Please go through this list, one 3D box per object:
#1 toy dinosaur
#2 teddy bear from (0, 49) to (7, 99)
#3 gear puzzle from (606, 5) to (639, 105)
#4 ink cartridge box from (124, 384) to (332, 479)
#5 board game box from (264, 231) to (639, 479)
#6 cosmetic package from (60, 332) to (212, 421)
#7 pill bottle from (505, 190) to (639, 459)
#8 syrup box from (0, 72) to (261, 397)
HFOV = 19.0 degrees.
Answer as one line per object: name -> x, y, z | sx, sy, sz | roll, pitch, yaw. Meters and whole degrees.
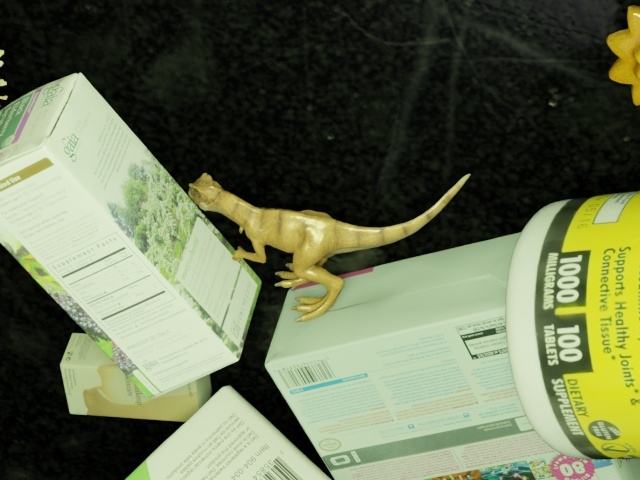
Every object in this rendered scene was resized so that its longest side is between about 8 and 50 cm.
toy dinosaur -> 0.000, 0.000, 1.427 | 0.211, 0.064, 0.112 | 7, 130, 6
teddy bear -> -0.385, -0.116, 1.382 | 0.338, 0.113, 0.245 | -6, 126, 17
gear puzzle -> 0.357, -0.111, 1.251 | 0.339, 0.044, 0.175 | 8, 123, 5
ink cartridge box -> -0.046, 0.283, 1.505 | 0.273, 0.198, 0.115 | 43, 161, 14
board game box -> 0.126, 0.151, 1.507 | 0.224, 0.097, 0.303 | -13, 124, 23
cosmetic package -> -0.150, 0.113, 1.569 | 0.115, 0.041, 0.060 | 2, 130, 11
pill bottle -> 0.308, 0.049, 1.281 | 0.334, 0.188, 0.188 | -7, 129, 32
syrup box -> -0.155, -0.002, 1.439 | 0.096, 0.093, 0.237 | -25, 121, 29
